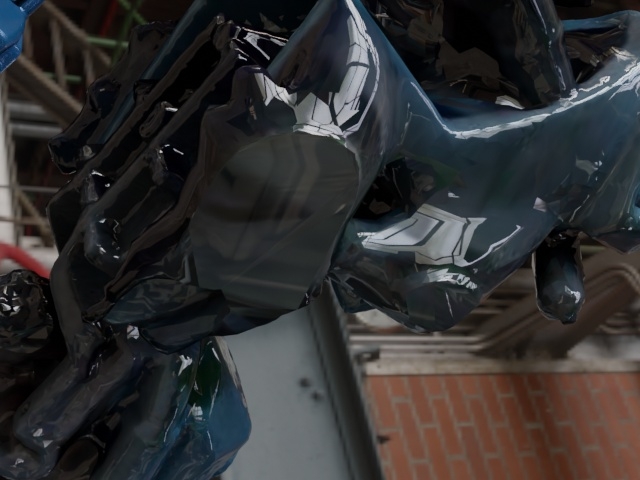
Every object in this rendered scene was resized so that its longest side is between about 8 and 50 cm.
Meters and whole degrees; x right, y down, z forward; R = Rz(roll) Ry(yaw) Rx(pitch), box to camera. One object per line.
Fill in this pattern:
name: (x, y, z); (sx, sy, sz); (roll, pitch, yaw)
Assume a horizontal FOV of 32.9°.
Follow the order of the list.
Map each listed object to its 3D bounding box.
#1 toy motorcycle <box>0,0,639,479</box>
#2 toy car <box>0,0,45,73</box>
toy motorcycle: (0.000, 0.000, 0.478); (0.416, 0.232, 0.172); (-47, -148, 13)
toy car: (-0.228, -0.185, 0.710); (0.100, 0.097, 0.191); (-32, -143, 14)
